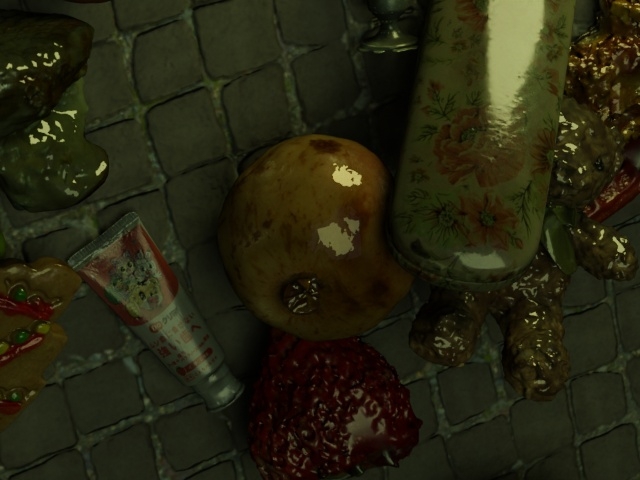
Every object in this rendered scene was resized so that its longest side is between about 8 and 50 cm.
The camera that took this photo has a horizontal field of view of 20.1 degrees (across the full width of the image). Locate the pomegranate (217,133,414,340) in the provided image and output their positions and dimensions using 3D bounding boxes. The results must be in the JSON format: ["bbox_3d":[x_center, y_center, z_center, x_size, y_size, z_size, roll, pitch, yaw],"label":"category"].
[{"bbox_3d":[0.000,0.000,1.878,0.215,0.215,0.215,-7,107,-22],"label":"pomegranate"}]

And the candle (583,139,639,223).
[{"bbox_3d":[0.310,-0.048,2.095,0.301,0.059,0.084,-38,110,-11],"label":"candle"}]

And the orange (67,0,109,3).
[{"bbox_3d":[-0.225,-0.308,1.749,0.156,0.124,0.156,-12,127,-17],"label":"orange"}]

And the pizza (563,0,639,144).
[{"bbox_3d":[0.353,-0.218,2.051,0.161,0.085,0.305,31,90,-27],"label":"pizza"}]

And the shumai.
[{"bbox_3d":[-0.330,-0.109,1.714,0.271,0.222,0.204,-7,112,-31],"label":"shumai"}]

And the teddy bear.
[{"bbox_3d":[0.229,-0.004,1.931,0.246,0.296,0.222,21,130,-4],"label":"teddy bear"}]

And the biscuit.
[{"bbox_3d":[-0.343,0.109,1.827,0.212,0.041,0.239,-13,125,-20],"label":"biscuit"}]

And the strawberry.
[{"bbox_3d":[0.003,0.175,1.964,0.184,0.186,0.202,-27,101,-52],"label":"strawberry"}]

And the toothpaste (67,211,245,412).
[{"bbox_3d":[-0.168,0.083,1.930,0.089,0.057,0.234,-38,108,-6],"label":"toothpaste"}]

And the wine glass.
[{"bbox_3d":[0.070,-0.280,1.914,0.072,0.072,0.155,-10,109,-21],"label":"wine glass"}]

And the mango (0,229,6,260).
[{"bbox_3d":[-0.365,0.021,1.817,0.073,0.056,0.108,28,95,-33],"label":"mango"}]

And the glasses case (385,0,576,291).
[{"bbox_3d":[0.170,-0.141,1.868,0.156,0.098,0.425,14,61,-2],"label":"glasses case"}]
